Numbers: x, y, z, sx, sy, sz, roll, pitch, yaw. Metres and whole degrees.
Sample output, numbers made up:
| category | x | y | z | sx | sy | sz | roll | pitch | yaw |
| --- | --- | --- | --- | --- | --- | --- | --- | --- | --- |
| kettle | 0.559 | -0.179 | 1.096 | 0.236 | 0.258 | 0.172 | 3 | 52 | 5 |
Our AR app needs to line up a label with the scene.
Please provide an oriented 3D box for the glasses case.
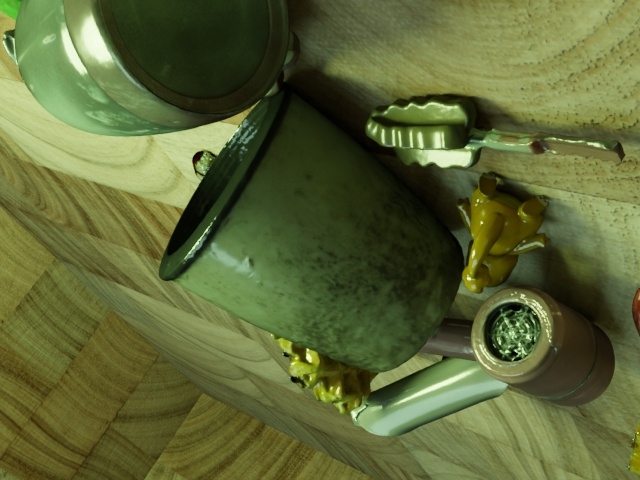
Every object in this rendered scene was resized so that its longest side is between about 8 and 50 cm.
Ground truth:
| category | x | y | z | sx | sy | sz | roll | pitch | yaw |
| --- | --- | --- | --- | --- | --- | --- | --- | --- | --- |
| glasses case | 0.198 | 0.231 | 1.383 | 0.308 | 0.128 | 0.083 | -30 | 78 | 31 |

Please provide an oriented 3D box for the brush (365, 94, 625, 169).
| category | x | y | z | sx | sy | sz | roll | pitch | yaw |
| --- | --- | --- | --- | --- | --- | --- | --- | --- | --- |
| brush | 0.178 | -0.109 | 0.922 | 0.301 | 0.071 | 0.084 | 11 | 161 | 46 |

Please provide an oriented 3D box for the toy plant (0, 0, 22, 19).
| category | x | y | z | sx | sy | sz | roll | pitch | yaw |
| --- | --- | --- | --- | --- | --- | --- | --- | --- | --- |
| toy plant | -0.463 | -0.379 | 1.091 | 0.317 | 0.211 | 0.356 | 32 | 172 | 1 |

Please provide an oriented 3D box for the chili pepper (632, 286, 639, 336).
| category | x | y | z | sx | sy | sz | roll | pitch | yaw |
| --- | --- | --- | --- | --- | --- | --- | --- | --- | --- |
| chili pepper | 0.421 | 0.118 | 1.083 | 0.059 | 0.050 | 0.191 | 15 | 140 | 48 |

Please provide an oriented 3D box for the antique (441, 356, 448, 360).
| category | x | y | z | sx | sy | sz | roll | pitch | yaw |
| --- | --- | --- | --- | --- | --- | --- | --- | --- | --- |
| antique | 0.253 | 0.212 | 1.481 | 0.104 | 0.104 | 0.104 | 29 | 159 | 12 |

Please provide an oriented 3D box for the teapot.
| category | x | y | z | sx | sy | sz | roll | pitch | yaw |
| --- | --- | --- | --- | --- | --- | --- | --- | --- | --- |
| teapot | -0.185 | -0.217 | 0.989 | 0.314 | 0.233 | 0.312 | 13 | 169 | -40 |

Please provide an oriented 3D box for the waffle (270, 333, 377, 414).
| category | x | y | z | sx | sy | sz | roll | pitch | yaw |
| --- | --- | --- | --- | --- | --- | --- | --- | --- | --- |
| waffle | 0.008 | 0.107 | 1.382 | 0.062 | 0.329 | 0.329 | -19 | 131 | 29 |

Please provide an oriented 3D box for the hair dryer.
| category | x | y | z | sx | sy | sz | roll | pitch | yaw |
| --- | --- | --- | --- | --- | --- | --- | --- | --- | --- |
| hair dryer | 0.197 | 0.136 | 1.202 | 0.352 | 0.126 | 0.210 | 2 | 165 | 37 |

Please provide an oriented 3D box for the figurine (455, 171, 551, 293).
| category | x | y | z | sx | sy | sz | roll | pitch | yaw |
| --- | --- | --- | --- | --- | --- | --- | --- | --- | --- |
| figurine | 0.207 | 0.014 | 1.069 | 0.121 | 0.122 | 0.176 | 24 | 157 | 17 |

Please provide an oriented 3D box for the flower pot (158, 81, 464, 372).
| category | x | y | z | sx | sy | sz | roll | pitch | yaw |
| --- | --- | --- | --- | --- | --- | --- | --- | --- | --- |
| flower pot | 0.000 | 0.000 | 1.155 | 0.330 | 0.294 | 0.293 | 32 | 161 | -17 |

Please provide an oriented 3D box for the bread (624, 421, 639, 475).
| category | x | y | z | sx | sy | sz | roll | pitch | yaw |
| --- | --- | --- | --- | --- | --- | --- | --- | --- | --- |
| bread | 0.494 | 0.285 | 1.276 | 0.065 | 0.103 | 0.187 | 22 | 152 | 24 |

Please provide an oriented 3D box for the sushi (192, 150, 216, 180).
| category | x | y | z | sx | sy | sz | roll | pitch | yaw |
| --- | --- | --- | --- | --- | --- | --- | --- | --- | --- |
| sushi | -0.198 | -0.119 | 1.490 | 0.046 | 0.044 | 0.083 | 28 | 157 | 13 |
